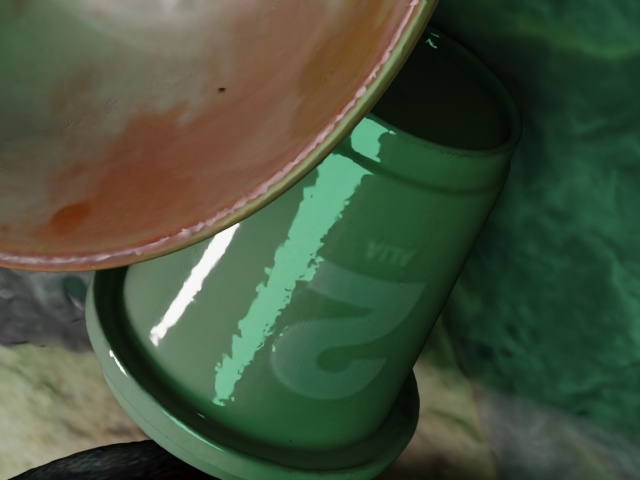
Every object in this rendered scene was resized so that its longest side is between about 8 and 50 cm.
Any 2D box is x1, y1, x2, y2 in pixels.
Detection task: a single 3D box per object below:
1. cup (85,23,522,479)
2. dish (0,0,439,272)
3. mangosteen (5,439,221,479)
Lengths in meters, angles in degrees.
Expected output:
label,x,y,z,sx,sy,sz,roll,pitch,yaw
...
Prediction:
label,x,y,z,sx,sy,sz,roll,pitch,yaw
cup,0.000,0.000,0.571,0.120,0.120,0.141,34,118,6
dish,-0.056,-0.124,0.498,0.260,0.085,0.260,3,96,29
mangosteen,-0.057,0.220,0.627,0.300,0.300,0.300,16,128,21
